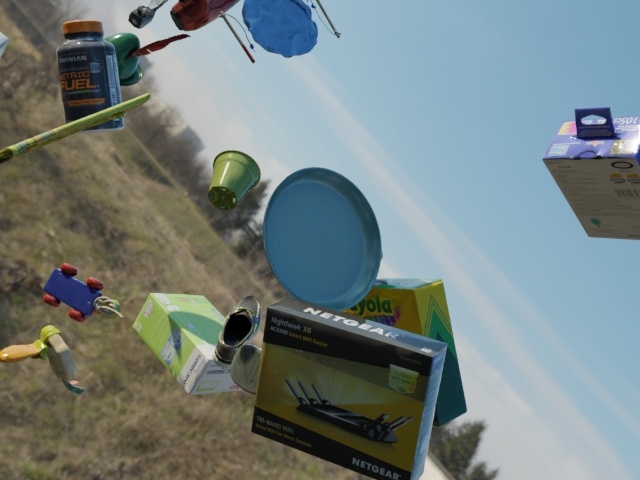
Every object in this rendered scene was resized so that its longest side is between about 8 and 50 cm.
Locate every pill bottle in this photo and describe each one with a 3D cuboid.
[{"bbox_3d":[-0.517,-0.364,1.884,0.130,0.130,0.245,-153,-123,-76],"label":"pill bottle"}]

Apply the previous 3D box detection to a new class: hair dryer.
[{"bbox_3d":[-0.247,-0.518,1.797,0.293,0.224,0.080,-35,97,-53],"label":"hair dryer"}]

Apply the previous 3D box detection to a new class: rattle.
[{"bbox_3d":[-0.600,0.290,1.832,0.130,0.143,0.199,33,-40,16],"label":"rattle"}]

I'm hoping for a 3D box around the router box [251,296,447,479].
[{"bbox_3d":[0.043,0.255,1.441,0.309,0.243,0.081,14,15,24],"label":"router box"}]

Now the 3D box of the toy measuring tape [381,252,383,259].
[{"bbox_3d":[0.045,-0.068,2.161,0.330,0.121,0.121,46,-6,21],"label":"toy measuring tape"}]

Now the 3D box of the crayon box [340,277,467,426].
[{"bbox_3d":[0.153,0.247,1.976,0.363,0.106,0.313,-2,-77,52],"label":"crayon box"}]

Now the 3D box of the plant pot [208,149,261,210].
[{"bbox_3d":[-0.148,-0.092,1.377,0.083,0.083,0.079,52,35,-27],"label":"plant pot"}]

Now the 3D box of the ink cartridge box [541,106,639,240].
[{"bbox_3d":[0.763,-0.175,2.182,0.270,0.151,0.395,5,-33,48],"label":"ink cartridge box"}]

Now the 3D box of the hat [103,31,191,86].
[{"bbox_3d":[-0.502,-0.527,2.211,0.173,0.183,0.208,53,37,9],"label":"hat"}]

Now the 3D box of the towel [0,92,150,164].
[{"bbox_3d":[-0.361,-0.158,1.222,0.102,0.237,0.021,-7,-71,50],"label":"towel"}]

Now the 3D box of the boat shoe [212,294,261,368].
[{"bbox_3d":[-0.184,0.199,1.972,0.081,0.068,0.227,22,38,-1],"label":"boat shoe"}]

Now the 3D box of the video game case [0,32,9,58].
[{"bbox_3d":[-0.707,-0.247,1.572,0.061,0.269,0.244,35,38,-9],"label":"video game case"}]

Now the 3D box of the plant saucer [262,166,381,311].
[{"bbox_3d":[0.000,0.000,1.828,0.317,0.317,0.044,51,-34,-16],"label":"plant saucer"}]

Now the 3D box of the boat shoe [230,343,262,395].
[{"bbox_3d":[-0.050,0.303,1.658,0.320,0.118,0.103,24,-1,43],"label":"boat shoe"}]

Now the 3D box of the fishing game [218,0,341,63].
[{"bbox_3d":[-0.093,-0.483,1.875,0.189,0.264,0.041,57,-34,6],"label":"fishing game"}]

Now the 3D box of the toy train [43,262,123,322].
[{"bbox_3d":[-0.523,0.154,2.000,0.248,0.105,0.143,24,-8,26],"label":"toy train"}]

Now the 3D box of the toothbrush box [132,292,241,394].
[{"bbox_3d":[-0.330,0.271,2.250,0.283,0.122,0.206,40,18,32],"label":"toothbrush box"}]
